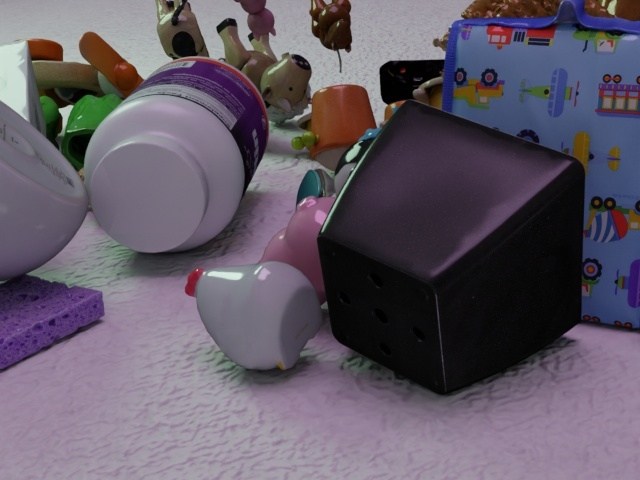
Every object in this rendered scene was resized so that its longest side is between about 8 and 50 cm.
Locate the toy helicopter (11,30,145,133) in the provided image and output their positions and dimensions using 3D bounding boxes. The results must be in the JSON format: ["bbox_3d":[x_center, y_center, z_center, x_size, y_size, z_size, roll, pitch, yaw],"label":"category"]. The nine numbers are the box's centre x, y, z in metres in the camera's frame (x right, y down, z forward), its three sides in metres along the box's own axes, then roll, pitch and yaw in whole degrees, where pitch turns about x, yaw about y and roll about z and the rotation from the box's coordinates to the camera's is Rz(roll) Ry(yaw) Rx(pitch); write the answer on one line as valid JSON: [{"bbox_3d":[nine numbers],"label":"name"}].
[{"bbox_3d":[-0.303,-0.240,1.828,0.355,0.140,0.235,3,-8,-30],"label":"toy helicopter"}]

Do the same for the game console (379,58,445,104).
[{"bbox_3d":[0.269,-0.222,1.728,0.361,0.044,0.213,0,-7,7],"label":"game console"}]

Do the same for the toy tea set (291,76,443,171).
[{"bbox_3d":[0.126,-0.139,1.608,0.336,0.124,0.200,-6,-9,1],"label":"toy tea set"}]

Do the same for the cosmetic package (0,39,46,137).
[{"bbox_3d":[-0.464,-0.126,1.471,0.224,0.138,0.224,-9,38,-8],"label":"cosmetic package"}]

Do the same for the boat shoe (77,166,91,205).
[{"bbox_3d":[-0.284,-0.070,1.506,0.059,0.063,0.170,-4,11,4],"label":"boat shoe"}]

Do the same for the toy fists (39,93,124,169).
[{"bbox_3d":[-0.373,-0.152,1.688,0.279,0.096,0.142,0,33,5],"label":"toy fists"}]

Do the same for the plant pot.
[{"bbox_3d":[0.102,0.019,1.018,0.187,0.188,0.167,25,51,35],"label":"plant pot"}]

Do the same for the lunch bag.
[{"bbox_3d":[0.229,-0.085,1.124,0.221,0.293,0.138,8,23,28],"label":"lunch bag"}]

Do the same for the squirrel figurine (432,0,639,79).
[{"bbox_3d":[0.334,-0.210,1.335,0.397,0.370,0.281,-17,24,-33],"label":"squirrel figurine"}]

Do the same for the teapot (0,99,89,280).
[{"bbox_3d":[-0.375,-0.043,1.190,0.252,0.187,0.256,45,9,16],"label":"teapot"}]

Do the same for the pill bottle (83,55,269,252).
[{"bbox_3d":[-0.167,-0.099,1.385,0.181,0.181,0.323,-1,21,6],"label":"pill bottle"}]

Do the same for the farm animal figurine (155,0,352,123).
[{"bbox_3d":[-0.107,-0.239,1.676,0.330,0.172,0.327,-5,-21,-30],"label":"farm animal figurine"}]

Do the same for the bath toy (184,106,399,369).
[{"bbox_3d":[0.000,0.000,1.134,0.129,0.151,0.348,17,41,28],"label":"bath toy"}]

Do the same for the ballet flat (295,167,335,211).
[{"bbox_3d":[0.012,-0.022,1.338,0.068,0.072,0.213,22,17,-12],"label":"ballet flat"}]

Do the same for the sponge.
[{"bbox_3d":[-0.320,0.087,1.115,0.117,0.031,0.210,11,24,34],"label":"sponge"}]
